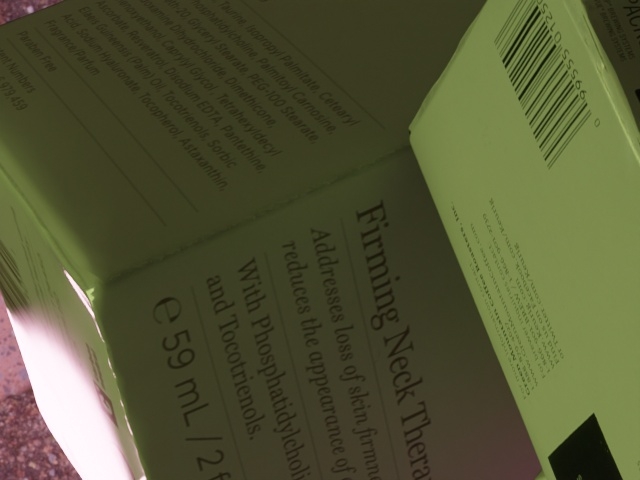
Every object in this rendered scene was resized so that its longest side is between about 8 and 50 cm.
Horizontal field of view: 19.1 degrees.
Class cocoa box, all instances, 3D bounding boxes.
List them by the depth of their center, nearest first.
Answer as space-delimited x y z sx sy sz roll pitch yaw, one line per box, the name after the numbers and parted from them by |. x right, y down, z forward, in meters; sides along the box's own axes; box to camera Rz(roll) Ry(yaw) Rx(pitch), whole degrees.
0.231 0.020 0.958 0.231 0.228 0.347 119 134 -62 | cocoa box

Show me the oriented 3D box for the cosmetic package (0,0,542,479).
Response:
0.000 0.000 1.285 0.327 0.394 0.329 46 155 50 | cosmetic package

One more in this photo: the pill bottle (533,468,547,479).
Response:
0.221 0.106 1.126 0.131 0.229 0.131 26 140 25 | pill bottle
